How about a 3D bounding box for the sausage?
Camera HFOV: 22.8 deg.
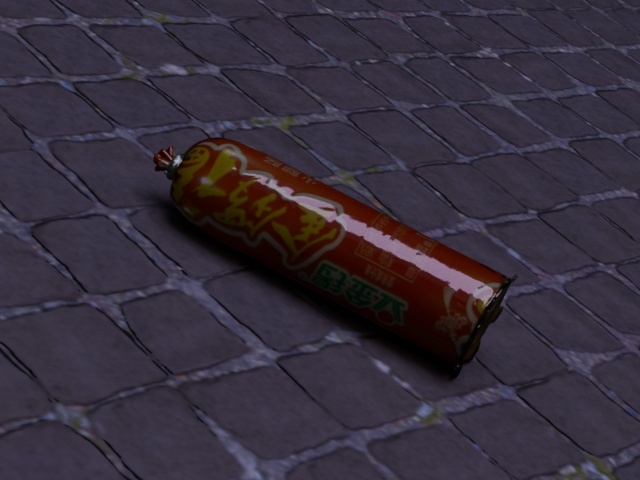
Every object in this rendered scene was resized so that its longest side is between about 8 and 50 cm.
[{"bbox_3d":[0.000,0.000,1.094,0.264,0.083,0.083,27,27,9],"label":"sausage"}]
